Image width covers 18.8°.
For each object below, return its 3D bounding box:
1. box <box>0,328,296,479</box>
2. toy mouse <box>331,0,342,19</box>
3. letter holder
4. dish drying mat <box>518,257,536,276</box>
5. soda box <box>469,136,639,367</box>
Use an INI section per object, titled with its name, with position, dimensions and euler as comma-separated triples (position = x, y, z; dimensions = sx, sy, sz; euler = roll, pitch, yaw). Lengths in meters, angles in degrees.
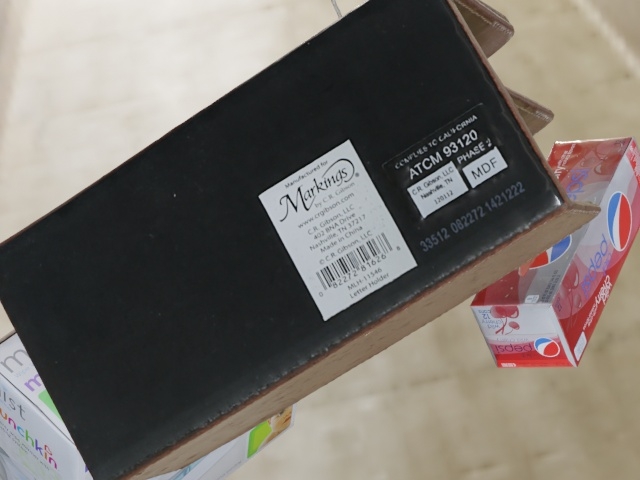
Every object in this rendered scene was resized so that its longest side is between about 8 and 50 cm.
[box]
position = -0.144, 0.123, 1.607
dimensions = 0.127, 0.262, 0.231
euler = 41, -34, 22
[toy mouse]
position = -0.007, -0.229, 1.271
dimensions = 0.161, 0.143, 0.031
euler = 30, -26, 22
[letter holder]
position = 0.000, 0.000, 1.120
dimensions = 0.152, 0.302, 0.214
euler = 61, 15, 11
[dish drying mat]
position = 0.159, 0.005, 1.460
dimensions = 0.008, 0.032, 0.083
euler = 34, -8, 12
[soda box]
position = 0.241, 0.009, 1.900
dimensions = 0.263, 0.092, 0.083
euler = -57, 133, -41
